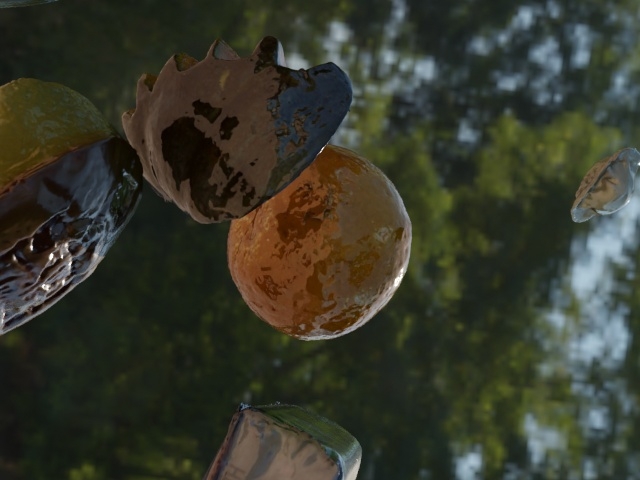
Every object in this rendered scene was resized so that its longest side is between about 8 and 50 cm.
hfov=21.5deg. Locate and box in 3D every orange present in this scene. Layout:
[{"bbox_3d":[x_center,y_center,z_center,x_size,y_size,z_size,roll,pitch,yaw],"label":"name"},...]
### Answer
[{"bbox_3d":[-0.002,0.001,1.852,0.219,0.193,0.219,-171,-90,-80],"label":"orange"}]

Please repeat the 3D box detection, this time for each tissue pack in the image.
[{"bbox_3d":[-0.069,0.292,1.527,0.288,0.124,0.394,-63,175,-2],"label":"tissue pack"}]

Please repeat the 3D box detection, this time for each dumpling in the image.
[{"bbox_3d":[0.263,-0.054,1.578,0.057,0.076,0.052,39,40,-42],"label":"dumpling"}]

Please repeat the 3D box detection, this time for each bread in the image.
[{"bbox_3d":[-0.285,-0.020,1.550,0.270,0.148,0.270,-40,163,-15],"label":"bread"}]

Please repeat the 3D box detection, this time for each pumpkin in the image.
[{"bbox_3d":[-0.108,-0.104,1.635,0.254,0.130,0.149,-26,-152,26],"label":"pumpkin"}]

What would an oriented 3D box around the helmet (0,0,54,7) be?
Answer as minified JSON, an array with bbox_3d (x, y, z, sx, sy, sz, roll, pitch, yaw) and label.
[{"bbox_3d":[-0.285,-0.295,1.313,0.204,0.257,0.137,-73,174,-48],"label":"helmet"}]
